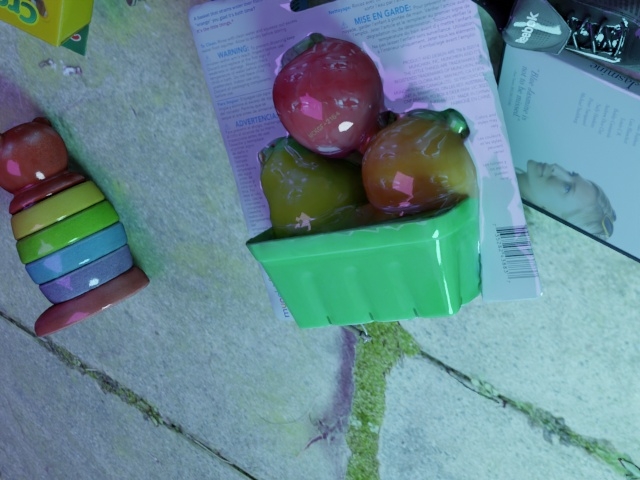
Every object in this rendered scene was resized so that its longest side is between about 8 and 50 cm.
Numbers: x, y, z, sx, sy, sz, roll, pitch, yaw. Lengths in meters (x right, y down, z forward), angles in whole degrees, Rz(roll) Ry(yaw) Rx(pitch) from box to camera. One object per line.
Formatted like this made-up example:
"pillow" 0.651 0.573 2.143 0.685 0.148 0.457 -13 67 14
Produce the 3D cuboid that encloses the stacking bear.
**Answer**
"stacking bear" -0.377 -0.033 1.717 0.164 0.175 0.289 -18 100 53

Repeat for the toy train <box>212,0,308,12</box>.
"toy train" -0.096 -0.292 1.261 0.184 0.080 0.105 29 144 26

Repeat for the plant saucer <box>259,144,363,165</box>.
"plant saucer" 0.010 -0.074 1.370 0.200 0.037 0.200 26 137 27

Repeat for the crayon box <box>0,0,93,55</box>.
"crayon box" -0.348 -0.359 1.346 0.202 0.081 0.318 25 133 9

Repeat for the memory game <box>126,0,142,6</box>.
"memory game" -0.217 -0.352 1.324 0.186 0.012 0.186 42 138 52

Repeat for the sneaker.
"sneaker" 0.206 -0.189 1.010 0.234 0.106 0.078 35 142 20

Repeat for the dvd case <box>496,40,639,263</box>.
"dvd case" 0.269 -0.073 1.115 0.253 0.022 0.180 30 138 25

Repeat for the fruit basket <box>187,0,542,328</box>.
"fruit basket" 0.043 -0.096 1.195 0.327 0.165 0.353 -9 96 35

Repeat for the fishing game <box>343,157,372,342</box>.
"fishing game" 0.000 0.000 1.381 0.189 0.041 0.264 31 139 20
